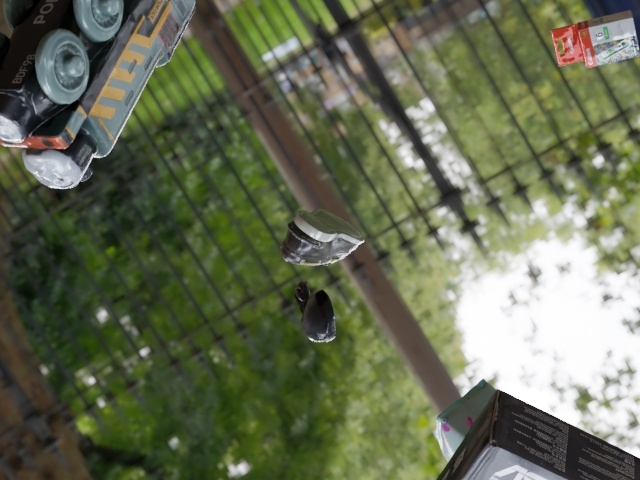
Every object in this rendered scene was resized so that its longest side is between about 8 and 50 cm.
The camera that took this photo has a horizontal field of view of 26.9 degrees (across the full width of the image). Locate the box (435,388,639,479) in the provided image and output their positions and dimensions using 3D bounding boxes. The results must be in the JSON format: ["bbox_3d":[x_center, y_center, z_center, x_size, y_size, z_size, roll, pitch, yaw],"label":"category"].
[{"bbox_3d":[0.276,0.360,1.336,0.318,0.395,0.097,-62,-177,32],"label":"box"}]

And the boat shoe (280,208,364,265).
[{"bbox_3d":[0.000,0.000,2.007,0.069,0.081,0.228,-56,163,11],"label":"boat shoe"}]

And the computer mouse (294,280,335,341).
[{"bbox_3d":[-0.020,0.102,1.983,0.041,0.071,0.242,-6,-172,-10],"label":"computer mouse"}]

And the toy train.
[{"bbox_3d":[-0.254,-0.217,1.465,0.142,0.190,0.334,2,-125,29],"label":"toy train"}]

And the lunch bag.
[{"bbox_3d":[0.347,0.432,2.617,0.160,0.223,0.262,-37,150,-19],"label":"lunch bag"}]

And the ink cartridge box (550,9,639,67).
[{"bbox_3d":[0.388,-0.280,1.887,0.115,0.063,0.029,-12,-149,14],"label":"ink cartridge box"}]
